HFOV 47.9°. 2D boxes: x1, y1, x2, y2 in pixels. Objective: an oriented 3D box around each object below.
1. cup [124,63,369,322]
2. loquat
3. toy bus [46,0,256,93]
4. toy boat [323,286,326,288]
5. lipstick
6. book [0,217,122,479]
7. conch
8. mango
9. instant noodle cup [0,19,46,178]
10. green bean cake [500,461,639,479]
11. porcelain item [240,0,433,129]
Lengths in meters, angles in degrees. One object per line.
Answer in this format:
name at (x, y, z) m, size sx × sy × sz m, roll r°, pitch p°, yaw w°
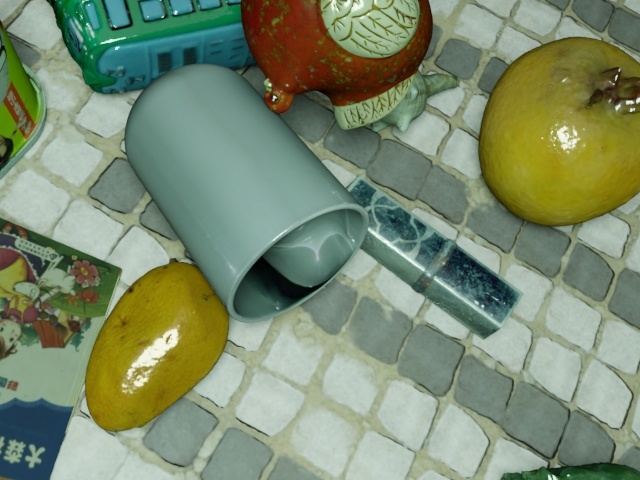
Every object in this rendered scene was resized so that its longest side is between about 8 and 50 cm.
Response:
cup at (-0.107, -0.073, 0.928) m, size 0.206 × 0.205 × 0.312 m, roll -29°, pitch 64°, yaw -20°
loquat at (0.368, -0.158, 1.044) m, size 0.275 × 0.275 × 0.274 m, roll 4°, pitch 67°, yaw -10°
toy bus at (-0.212, -0.335, 1.047) m, size 0.344 × 0.183 × 0.199 m, roll -17°, pitch 80°, yaw -16°
toy boat at (0.000, 0.000, 1.013) m, size 0.066 × 0.059 × 0.140 m, roll -5°, pitch 71°, yaw 3°
lipstick at (0.141, 0.023, 1.024) m, size 0.290 × 0.076 × 0.077 m, roll 36°, pitch 68°, yaw 7°
book at (-0.383, 0.135, 0.849) m, size 0.228 × 0.018 × 0.322 m, roll 27°, pitch 62°, yaw -31°
conch at (0.105, -0.217, 1.101) m, size 0.137 × 0.234 × 0.114 m, roll 1°, pitch 86°, yaw 32°
mango at (-0.201, 0.132, 0.892) m, size 0.147 × 0.109 × 0.227 m, roll 27°, pitch 66°, yaw -2°
instant noodle cup at (-0.508, -0.228, 0.872) m, size 0.294 × 0.308 × 0.293 m, roll 4°, pitch 67°, yaw -9°
green bean cake at (0.256, 0.422, 0.833) m, size 0.308 × 0.169 × 0.300 m, roll -3°, pitch 69°, yaw -11°
porcelain item at (0.006, -0.256, 0.912) m, size 0.253 × 0.253 × 0.252 m, roll 4°, pitch 67°, yaw -10°
